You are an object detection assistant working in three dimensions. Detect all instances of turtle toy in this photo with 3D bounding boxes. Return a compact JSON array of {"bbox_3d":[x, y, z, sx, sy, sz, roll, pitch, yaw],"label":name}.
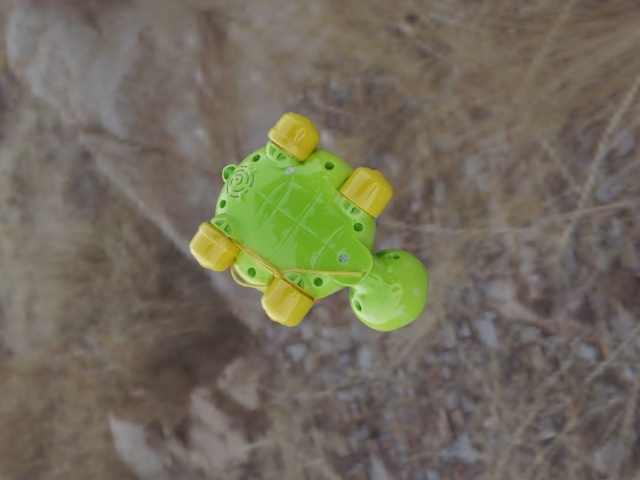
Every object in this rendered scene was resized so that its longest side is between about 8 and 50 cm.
[{"bbox_3d":[0.000,0.000,0.842,0.130,0.066,0.095,37,92,13],"label":"turtle toy"}]
